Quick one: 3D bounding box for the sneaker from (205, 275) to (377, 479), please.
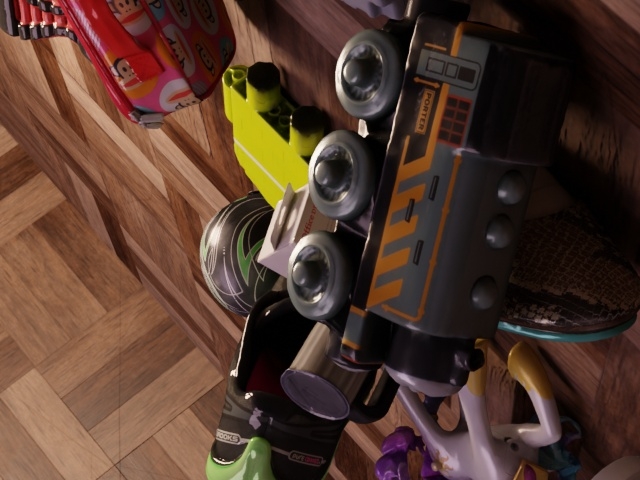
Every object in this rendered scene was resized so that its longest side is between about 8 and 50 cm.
[{"bbox_3d":[-0.010,0.140,1.895,0.185,0.483,0.202,15,122,0],"label":"sneaker"}]

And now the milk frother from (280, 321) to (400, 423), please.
[{"bbox_3d":[0.052,0.119,1.619,0.129,0.135,0.143,34,147,-4],"label":"milk frother"}]

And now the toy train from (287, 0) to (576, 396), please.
[{"bbox_3d":[0.089,-0.037,1.233,0.142,0.334,0.190,6,-168,-42],"label":"toy train"}]

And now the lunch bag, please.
[{"bbox_3d":[-0.212,-0.280,1.661,0.293,0.120,0.258,61,-160,-21],"label":"lunch bag"}]

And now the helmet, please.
[{"bbox_3d":[-0.095,0.024,2.159,0.169,0.161,0.169,48,165,17],"label":"helmet"}]

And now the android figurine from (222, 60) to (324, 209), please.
[{"bbox_3d":[-0.041,-0.109,1.893,0.248,0.056,0.273,45,161,22],"label":"android figurine"}]

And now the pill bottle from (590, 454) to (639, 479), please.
[{"bbox_3d":[0.379,0.331,1.447,0.278,0.162,0.162,35,158,50],"label":"pill bottle"}]

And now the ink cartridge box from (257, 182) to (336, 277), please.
[{"bbox_3d":[0.000,0.000,1.804,0.143,0.092,0.090,30,149,-20],"label":"ink cartridge box"}]

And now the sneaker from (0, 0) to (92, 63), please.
[{"bbox_3d":[-0.319,-0.335,2.135,0.314,0.136,0.116,22,133,21],"label":"sneaker"}]

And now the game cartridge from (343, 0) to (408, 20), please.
[{"bbox_3d":[-0.040,-0.331,1.347,0.294,0.060,0.196,36,162,34],"label":"game cartridge"}]

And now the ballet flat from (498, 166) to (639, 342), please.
[{"bbox_3d":[0.131,-0.025,1.427,0.483,0.164,0.182,-164,62,-69],"label":"ballet flat"}]

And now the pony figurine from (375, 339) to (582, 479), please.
[{"bbox_3d":[0.174,0.261,1.782,0.351,0.303,0.363,3,115,60],"label":"pony figurine"}]
